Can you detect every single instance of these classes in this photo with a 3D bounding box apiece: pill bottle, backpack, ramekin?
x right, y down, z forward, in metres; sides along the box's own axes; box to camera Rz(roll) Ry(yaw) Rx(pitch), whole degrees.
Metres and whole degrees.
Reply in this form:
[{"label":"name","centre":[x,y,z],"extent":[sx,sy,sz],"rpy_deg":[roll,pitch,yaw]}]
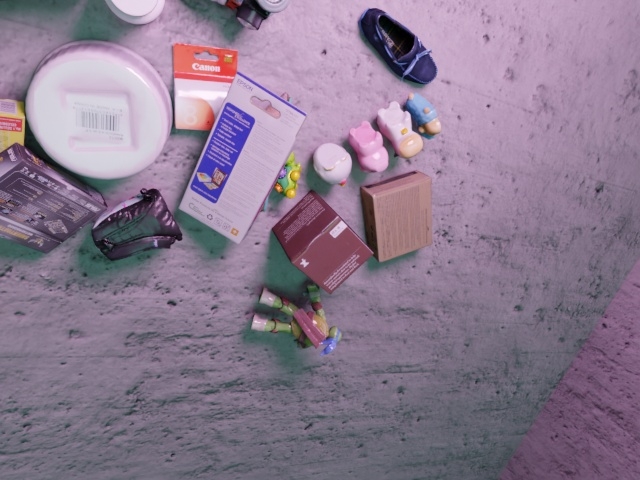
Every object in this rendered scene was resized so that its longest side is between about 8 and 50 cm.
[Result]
[{"label":"pill bottle","centre":[-0.343,-0.457,0.773],"extent":[0.108,0.180,0.107],"rpy_deg":[-10,120,-17]},{"label":"backpack","centre":[-0.443,-0.028,0.999],"extent":[0.182,0.115,0.151],"rpy_deg":[-30,106,-19]},{"label":"ramekin","centre":[-0.447,-0.260,0.865],"extent":[0.278,0.135,0.276],"rpy_deg":[-10,120,-18]}]

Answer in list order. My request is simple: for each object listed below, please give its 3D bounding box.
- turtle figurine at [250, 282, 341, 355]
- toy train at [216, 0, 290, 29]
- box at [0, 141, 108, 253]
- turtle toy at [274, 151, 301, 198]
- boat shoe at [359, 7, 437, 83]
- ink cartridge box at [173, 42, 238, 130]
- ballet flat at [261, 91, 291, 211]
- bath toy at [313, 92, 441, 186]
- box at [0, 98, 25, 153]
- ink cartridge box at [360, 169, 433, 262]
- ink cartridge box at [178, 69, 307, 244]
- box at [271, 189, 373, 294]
[{"label":"turtle figurine","centre":[-0.068,0.231,1.307],"extent":[0.267,0.274,0.197],"rpy_deg":[18,133,-9]},{"label":"toy train","centre":[-0.113,-0.599,0.817],"extent":[0.191,0.142,0.333],"rpy_deg":[23,104,-26]},{"label":"box","centre":[-0.604,-0.077,0.882],"extent":[0.183,0.056,0.231],"rpy_deg":[-36,155,1]},{"label":"turtle toy","centre":[-0.086,-0.173,1.095],"extent":[0.066,0.095,0.130],"rpy_deg":[12,113,-4]},{"label":"boat shoe","centre":[0.202,-0.467,1.046],"extent":[0.259,0.089,0.108],"rpy_deg":[20,108,-30]},{"label":"ink cartridge box","centre":[-0.255,-0.341,0.952],"extent":[0.146,0.045,0.179],"rpy_deg":[-4,121,-23]},{"label":"ballet flat","centre":[-0.156,-0.213,1.033],"extent":[0.106,0.107,0.315],"rpy_deg":[12,112,-13]},{"label":"bath toy","centre":[0.146,-0.247,1.127],"extent":[0.349,0.151,0.129],"rpy_deg":[-29,159,-5]},{"label":"box","centre":[-0.639,-0.168,0.830],"extent":[0.088,0.058,0.232],"rpy_deg":[1,136,-39]},{"label":"ink cartridge box","centre":[0.234,-0.073,1.273],"extent":[0.194,0.088,0.234],"rpy_deg":[-18,121,-14]},{"label":"ink cartridge box","centre":[-0.183,-0.179,0.975],"extent":[0.176,0.069,0.370],"rpy_deg":[32,119,-2]},{"label":"box","centre":[0.000,0.000,1.148],"extent":[0.168,0.203,0.167],"rpy_deg":[-43,124,5]}]
